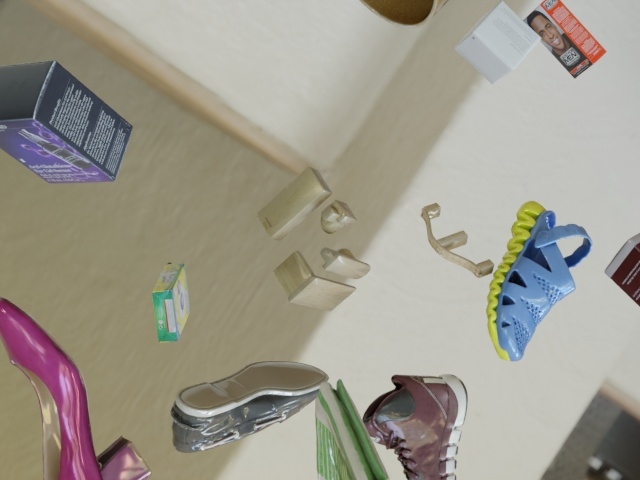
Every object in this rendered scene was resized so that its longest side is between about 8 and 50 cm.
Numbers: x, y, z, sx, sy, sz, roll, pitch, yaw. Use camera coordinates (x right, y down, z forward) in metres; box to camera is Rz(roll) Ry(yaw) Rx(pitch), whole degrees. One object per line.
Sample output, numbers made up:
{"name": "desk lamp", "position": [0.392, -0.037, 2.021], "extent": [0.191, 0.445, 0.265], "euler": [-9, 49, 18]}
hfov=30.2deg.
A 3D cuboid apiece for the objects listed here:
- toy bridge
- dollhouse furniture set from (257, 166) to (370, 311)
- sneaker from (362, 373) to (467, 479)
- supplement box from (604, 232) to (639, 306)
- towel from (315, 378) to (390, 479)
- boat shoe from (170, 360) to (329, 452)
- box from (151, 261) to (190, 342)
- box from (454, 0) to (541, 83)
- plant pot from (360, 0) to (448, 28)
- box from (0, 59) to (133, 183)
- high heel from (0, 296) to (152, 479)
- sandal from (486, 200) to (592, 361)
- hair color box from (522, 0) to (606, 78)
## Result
{"name": "toy bridge", "position": [0.232, 0.004, 2.109], "extent": [0.188, 0.063, 0.026], "euler": [51, 149, 38]}
{"name": "dollhouse furniture set", "position": [0.000, 0.000, 1.817], "extent": [0.123, 0.144, 0.151], "euler": [19, -146, -57]}
{"name": "sneaker", "position": [0.125, 0.337, 1.830], "extent": [0.163, 0.281, 0.106], "euler": [11, 170, -17]}
{"name": "supplement box", "position": [0.501, 0.081, 1.534], "extent": [0.130, 0.073, 0.239], "euler": [-23, -119, -38]}
{"name": "towel", "position": [0.032, 0.351, 1.317], "extent": [0.038, 0.324, 0.248], "euler": [-3, -158, -13]}
{"name": "boat shoe", "position": [-0.125, 0.284, 2.048], "extent": [0.335, 0.095, 0.112], "euler": [-8, -149, -46]}
{"name": "box", "position": [-0.279, 0.113, 2.244], "extent": [0.043, 0.105, 0.179], "euler": [-5, -162, 2]}
{"name": "box", "position": [0.314, -0.351, 2.113], "extent": [0.101, 0.087, 0.102], "euler": [43, 163, -5]}
{"name": "plant pot", "position": [0.159, -0.462, 1.632], "extent": [0.237, 0.254, 0.237], "euler": [42, 159, 20]}
{"name": "box", "position": [-0.427, -0.184, 1.884], "extent": [0.153, 0.108, 0.207], "euler": [0, 155, 33]}
{"name": "high heel", "position": [-0.428, 0.275, 1.805], "extent": [0.377, 0.181, 0.127], "euler": [55, 159, -7]}
{"name": "sandal", "position": [0.382, 0.069, 2.076], "extent": [0.138, 0.317, 0.126], "euler": [9, 152, 26]}
{"name": "hair color box", "position": [0.429, -0.360, 2.092], "extent": [0.141, 0.043, 0.072], "euler": [48, 157, 0]}
